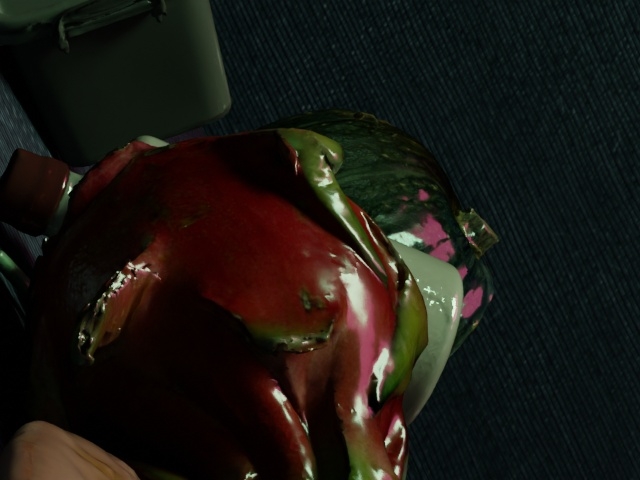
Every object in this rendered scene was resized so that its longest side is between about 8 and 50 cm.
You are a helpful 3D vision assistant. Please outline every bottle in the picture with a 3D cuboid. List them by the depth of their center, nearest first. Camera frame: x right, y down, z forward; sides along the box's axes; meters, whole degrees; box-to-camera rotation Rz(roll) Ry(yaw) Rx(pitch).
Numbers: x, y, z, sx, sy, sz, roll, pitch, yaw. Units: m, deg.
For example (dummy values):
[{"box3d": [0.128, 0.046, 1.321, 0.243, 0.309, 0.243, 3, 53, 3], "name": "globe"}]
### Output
[{"box3d": [-0.054, 0.015, 1.027, 0.245, 0.104, 0.104, 23, 12, -11], "name": "bottle"}]

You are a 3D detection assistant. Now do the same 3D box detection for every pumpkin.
[{"box3d": [0.000, 0.000, 1.683, 0.197, 0.263, 0.293, 56, 5, -29], "name": "pumpkin"}]

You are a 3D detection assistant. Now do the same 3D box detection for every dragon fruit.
[{"box3d": [-0.053, 0.071, 0.853, 0.198, 0.200, 0.269, 34, 41, -38], "name": "dragon fruit"}]

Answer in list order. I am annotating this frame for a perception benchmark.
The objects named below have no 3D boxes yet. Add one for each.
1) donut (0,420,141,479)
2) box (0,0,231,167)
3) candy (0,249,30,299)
[{"box3d": [-0.052, 0.168, 0.541, 0.199, 0.085, 0.233, -103, 167, -85], "name": "donut"}, {"box3d": [-0.153, -0.168, 1.363, 0.243, 0.163, 0.135, -116, -172, -52], "name": "box"}, {"box3d": [-0.107, 0.072, 0.999, 0.058, 0.062, 0.194, 2, -42, 46], "name": "candy"}]
